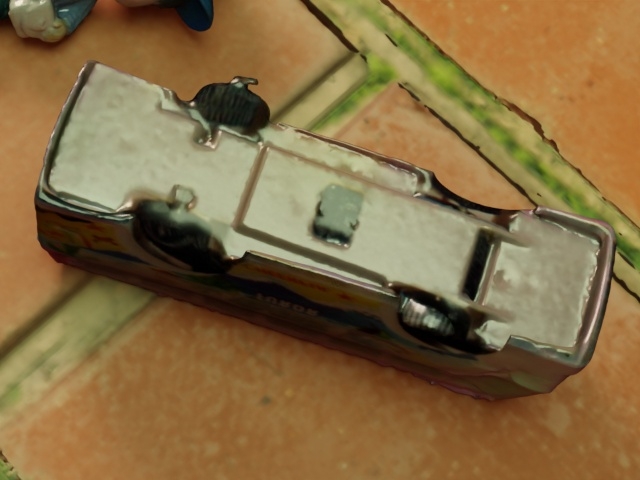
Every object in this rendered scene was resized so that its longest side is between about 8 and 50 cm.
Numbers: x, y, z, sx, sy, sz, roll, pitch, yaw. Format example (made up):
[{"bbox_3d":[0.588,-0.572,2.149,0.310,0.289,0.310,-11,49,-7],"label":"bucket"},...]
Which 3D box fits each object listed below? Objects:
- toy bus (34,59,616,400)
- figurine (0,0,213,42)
[{"bbox_3d":[0.000,0.001,0.814,0.274,0.112,0.090,19,65,-2],"label":"toy bus"},{"bbox_3d":[-0.118,-0.149,0.882,0.149,0.086,0.087,-12,30,-3],"label":"figurine"}]
